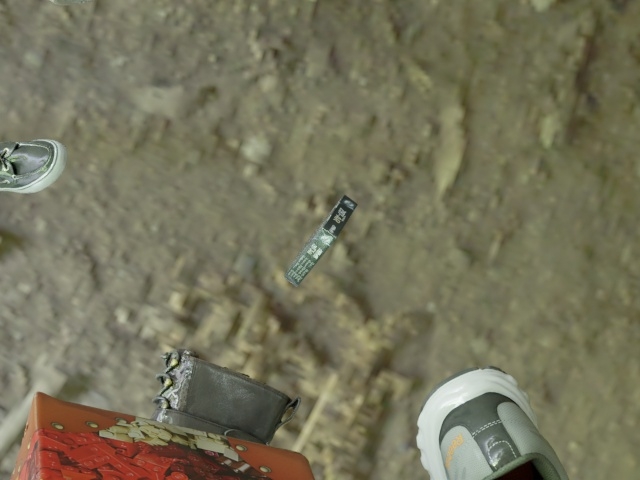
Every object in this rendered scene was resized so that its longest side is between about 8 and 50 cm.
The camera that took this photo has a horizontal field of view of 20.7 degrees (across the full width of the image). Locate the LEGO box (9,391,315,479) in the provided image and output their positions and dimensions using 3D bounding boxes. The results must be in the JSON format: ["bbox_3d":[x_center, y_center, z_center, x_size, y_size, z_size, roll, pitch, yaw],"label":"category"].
[{"bbox_3d":[-0.137,0.401,1.021,0.193,0.372,0.500,14,106,-14],"label":"LEGO box"}]

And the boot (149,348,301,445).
[{"bbox_3d":[-0.165,0.214,1.702,0.262,0.091,0.229,16,68,-10],"label":"boot"}]

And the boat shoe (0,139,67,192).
[{"bbox_3d":[-0.297,-0.069,1.637,0.040,0.142,0.049,23,66,-48],"label":"boat shoe"}]

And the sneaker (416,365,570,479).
[{"bbox_3d":[0.146,0.219,1.212,0.100,0.108,0.272,-28,119,-2],"label":"sneaker"}]

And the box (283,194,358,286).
[{"bbox_3d":[0.000,0.000,1.767,0.083,0.018,0.067,-51,-176,38],"label":"box"}]

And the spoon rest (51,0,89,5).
[{"bbox_3d":[-0.240,-0.212,1.395,0.137,0.276,0.084,-12,80,-61],"label":"spoon rest"}]
